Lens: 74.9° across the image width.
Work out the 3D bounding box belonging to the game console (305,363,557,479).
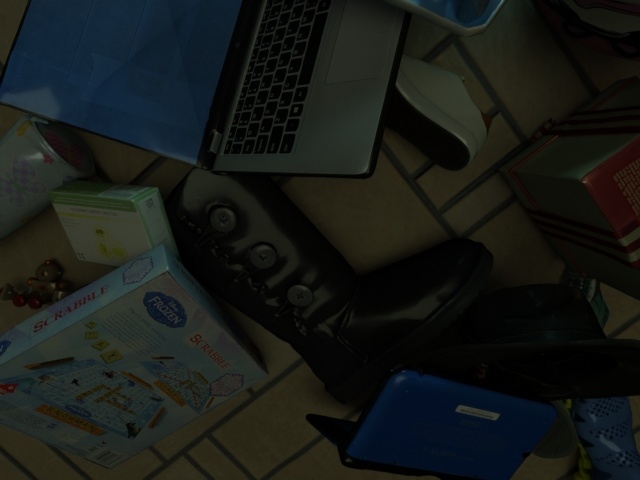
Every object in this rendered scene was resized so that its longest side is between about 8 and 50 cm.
[{"bbox_3d":[0.161,0.278,0.670,0.293,0.173,0.250,19,109,-19],"label":"game console"}]

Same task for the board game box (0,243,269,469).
[{"bbox_3d":[-0.288,0.199,0.644,0.318,0.066,0.318,-29,133,-4],"label":"board game box"}]

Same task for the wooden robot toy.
[{"bbox_3d":[-0.468,0.074,0.719,0.174,0.076,0.078,7,91,-2],"label":"wooden robot toy"}]

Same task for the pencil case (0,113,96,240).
[{"bbox_3d":[-0.499,-0.084,0.660,0.273,0.113,0.124,-32,114,5],"label":"pencil case"}]

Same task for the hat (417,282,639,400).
[{"bbox_3d":[0.306,0.142,0.600,0.332,0.331,0.133,11,58,-3],"label":"hat"}]

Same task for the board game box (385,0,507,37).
[{"bbox_3d":[0.102,-0.454,0.465,0.390,0.050,0.389,33,79,14],"label":"board game box"}]

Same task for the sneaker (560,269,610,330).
[{"bbox_3d":[0.475,0.112,0.743,0.076,0.065,0.166,-5,106,-16],"label":"sneaker"}]

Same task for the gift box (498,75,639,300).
[{"bbox_3d":[0.463,-0.083,0.592,0.277,0.258,0.255,-33,100,6],"label":"gift box"}]

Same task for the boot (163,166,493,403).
[{"bbox_3d":[-0.001,0.002,0.678,0.445,0.146,0.367,45,96,-4],"label":"boot"}]

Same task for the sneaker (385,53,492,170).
[{"bbox_3d":[0.140,-0.239,0.657,0.290,0.106,0.123,42,65,-1],"label":"sneaker"}]

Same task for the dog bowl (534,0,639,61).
[{"bbox_3d":[0.449,-0.392,0.499,0.409,0.150,0.407,-5,67,12],"label":"dog bowl"}]

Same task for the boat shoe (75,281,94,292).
[{"bbox_3d":[-0.357,0.202,0.708,0.095,0.095,0.257,12,115,36],"label":"boat shoe"}]

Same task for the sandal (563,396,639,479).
[{"bbox_3d":[0.534,0.389,0.749,0.126,0.138,0.317,-18,101,-6],"label":"sandal"}]

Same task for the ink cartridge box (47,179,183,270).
[{"bbox_3d":[-0.297,0.025,0.650,0.171,0.056,0.234,7,122,22],"label":"ink cartridge box"}]

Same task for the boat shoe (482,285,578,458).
[{"bbox_3d":[0.364,0.225,0.748,0.118,0.103,0.320,-22,96,21],"label":"boat shoe"}]

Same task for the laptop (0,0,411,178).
[{"bbox_3d":[-0.122,-0.296,0.496,0.408,0.236,0.381,9,81,36],"label":"laptop"}]
